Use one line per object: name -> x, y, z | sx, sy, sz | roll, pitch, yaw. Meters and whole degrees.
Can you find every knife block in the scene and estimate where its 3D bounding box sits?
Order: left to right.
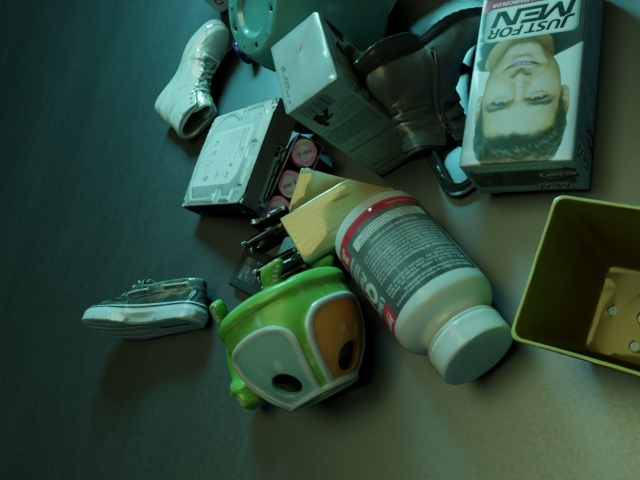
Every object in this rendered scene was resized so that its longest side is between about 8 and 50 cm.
knife block -> 0.000, 0.000, 1.346 | 0.275, 0.088, 0.242 | 14, 84, 12

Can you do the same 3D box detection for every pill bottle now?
pill bottle -> 0.170, 0.075, 1.192 | 0.176, 0.176, 0.319 | -46, 50, 12

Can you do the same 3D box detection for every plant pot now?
plant pot -> -0.044, -0.471, 1.477 | 0.293, 0.235, 0.293 | 16, 110, 51
plant pot -> 0.421, 0.082, 0.991 | 0.212, 0.187, 0.212 | 13, 80, 40

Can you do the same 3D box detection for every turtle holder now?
turtle holder -> -0.069, 0.188, 1.285 | 0.320, 0.243, 0.228 | -30, 75, 11

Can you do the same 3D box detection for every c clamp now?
c clamp -> 0.268, -0.149, 1.321 | 0.137, 0.022, 0.161 | -40, 53, 17

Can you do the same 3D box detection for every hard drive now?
hard drive -> -0.184, -0.174, 1.574 | 0.339, 0.064, 0.237 | 4, 72, 59
hard drive -> -0.126, 0.074, 1.518 | 0.135, 0.022, 0.094 | 22, 84, 41

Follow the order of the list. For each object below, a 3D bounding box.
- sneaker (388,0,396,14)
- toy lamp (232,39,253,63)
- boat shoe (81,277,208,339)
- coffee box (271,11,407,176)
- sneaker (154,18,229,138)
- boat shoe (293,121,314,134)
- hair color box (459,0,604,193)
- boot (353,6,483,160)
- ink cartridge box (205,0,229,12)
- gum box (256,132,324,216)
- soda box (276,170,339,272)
sneaker -> 0.150, -0.622, 1.552 | 0.105, 0.123, 0.290 | 20, 82, 43
toy lamp -> -0.086, -0.527, 1.718 | 0.274, 0.080, 0.080 | -28, 56, 24
boat shoe -> -0.388, 0.149, 1.639 | 0.335, 0.121, 0.119 | -6, 59, 24
coffee box -> 0.059, -0.262, 1.345 | 0.118, 0.297, 0.168 | -31, 55, 27
sneaker -> -0.288, -0.392, 1.802 | 0.293, 0.108, 0.169 | -56, 50, 16
boat shoe -> 0.015, -0.283, 1.548 | 0.183, 0.066, 0.066 | -15, 57, 21
hair color box -> 0.364, -0.273, 1.226 | 0.185, 0.113, 0.375 | -1, 69, 33
boot -> 0.230, -0.277, 1.307 | 0.223, 0.338, 0.118 | 60, 153, 2
ink cartridge box -> -0.191, -0.758, 1.761 | 0.394, 0.285, 0.166 | -12, 64, 33
gum box -> -0.066, -0.117, 1.497 | 0.189, 0.062, 0.107 | -66, 10, -5
soda box -> -0.011, -0.024, 1.444 | 0.073, 0.069, 0.216 | 19, 84, 40
